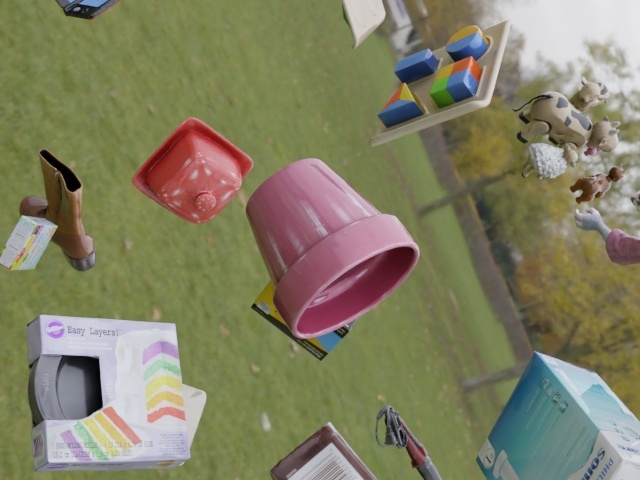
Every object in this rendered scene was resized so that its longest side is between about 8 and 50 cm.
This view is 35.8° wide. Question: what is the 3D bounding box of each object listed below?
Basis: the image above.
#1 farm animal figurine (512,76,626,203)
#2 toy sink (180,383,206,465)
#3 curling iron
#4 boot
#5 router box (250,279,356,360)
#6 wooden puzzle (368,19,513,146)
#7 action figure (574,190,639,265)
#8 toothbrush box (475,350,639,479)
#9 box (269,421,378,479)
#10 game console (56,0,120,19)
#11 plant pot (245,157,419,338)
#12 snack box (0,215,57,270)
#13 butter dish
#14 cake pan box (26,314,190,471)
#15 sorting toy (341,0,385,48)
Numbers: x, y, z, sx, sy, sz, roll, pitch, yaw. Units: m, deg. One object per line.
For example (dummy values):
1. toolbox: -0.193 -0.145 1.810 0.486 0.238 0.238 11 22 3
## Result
1. farm animal figurine: 0.620 -0.274 2.369 0.326 0.172 0.330 16 56 -30
2. toy sink: -0.357 0.334 1.942 0.131 0.234 0.153 132 -24 -77
3. curling iron: 0.156 0.362 1.612 0.274 0.035 0.068 56 39 -36
4. boot: -0.610 -0.091 2.218 0.264 0.096 0.280 46 -28 30
5. router box: -0.033 0.140 1.928 0.179 0.133 0.046 37 47 0
6. wooden puzzle: 0.274 -0.386 2.331 0.080 0.322 0.348 50 44 -26
7. action figure: 0.576 0.049 1.604 0.370 0.248 0.276 50 27 -40
8. toothbrush box: 0.373 0.337 1.458 0.126 0.216 0.295 19 16 -18
9. box: 0.031 0.481 1.756 0.191 0.143 0.381 47 -17 20
10. game console: -0.444 -0.502 1.917 0.124 0.144 0.085 18 -40 38
11. plant pot: 0.000 0.000 1.301 0.180 0.201 0.201 55 5 20
12. snack box: -0.557 0.006 1.884 0.037 0.100 0.141 31 -1 1
13. butter dish: -0.199 -0.090 1.619 0.160 0.160 0.118 36 16 -36
14. cake pan box: -0.353 0.251 1.627 0.266 0.070 0.246 9 59 -37
15. sorting toy: 0.069 -0.512 2.002 0.193 0.038 0.208 -54 134 -55
